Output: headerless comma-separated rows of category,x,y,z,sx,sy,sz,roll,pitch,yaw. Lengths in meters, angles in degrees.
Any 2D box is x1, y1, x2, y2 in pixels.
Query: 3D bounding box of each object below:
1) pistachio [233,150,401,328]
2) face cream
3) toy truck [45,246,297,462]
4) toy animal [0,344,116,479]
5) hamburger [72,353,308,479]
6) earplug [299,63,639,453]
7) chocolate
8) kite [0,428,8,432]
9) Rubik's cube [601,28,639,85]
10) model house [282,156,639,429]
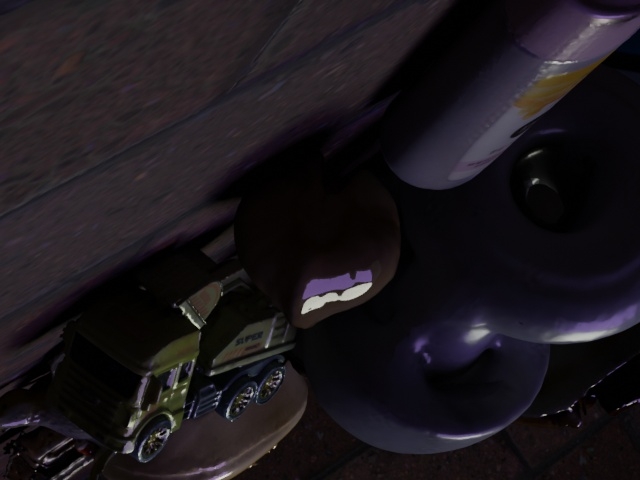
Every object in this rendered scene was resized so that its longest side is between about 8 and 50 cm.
pistachio,0.000,0.000,1.093,0.113,0.113,0.149,-34,174,4
face cream,0.115,-0.109,0.994,0.107,0.073,0.269,-40,177,-27
toy truck,-0.088,0.062,1.165,0.191,0.085,0.116,-20,136,-52
toy animal,-0.181,0.131,1.272,0.155,0.095,0.219,-40,178,-33
hamburger,-0.113,0.144,1.533,0.210,0.173,0.116,-31,137,-42
earplug,0.119,0.015,1.228,0.325,0.214,0.175,-46,170,10
chocolate,-0.164,0.141,1.682,0.329,0.065,0.102,-33,175,-28
kite,-0.378,0.231,1.450,0.406,0.014,0.368,-35,176,10
Rubik's cube,0.371,-0.124,1.465,0.250,0.248,0.246,-36,174,11
model house,0.141,0.054,1.462,0.317,0.297,0.282,-37,169,10
